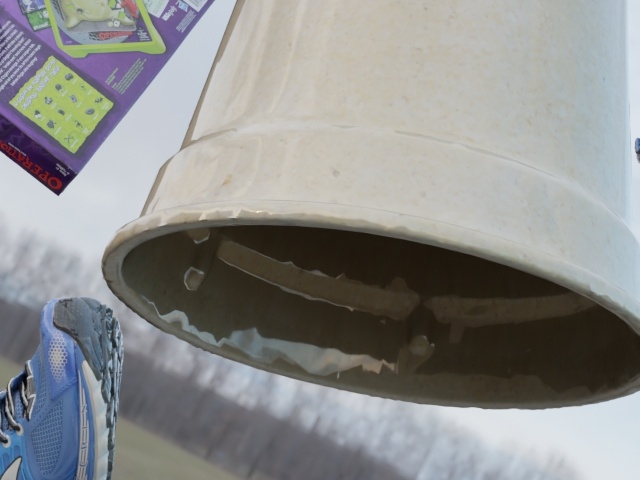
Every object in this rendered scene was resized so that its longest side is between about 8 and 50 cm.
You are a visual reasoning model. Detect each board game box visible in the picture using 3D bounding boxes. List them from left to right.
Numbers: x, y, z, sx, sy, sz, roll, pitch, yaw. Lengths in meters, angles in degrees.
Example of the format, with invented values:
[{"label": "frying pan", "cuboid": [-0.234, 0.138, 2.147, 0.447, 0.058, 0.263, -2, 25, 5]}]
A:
[{"label": "board game box", "cuboid": [-0.258, -0.213, 1.653, 0.208, 0.347, 0.056, 42, -49, -11]}]

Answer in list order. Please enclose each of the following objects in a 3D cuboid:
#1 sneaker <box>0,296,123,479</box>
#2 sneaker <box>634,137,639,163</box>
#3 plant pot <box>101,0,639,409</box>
[{"label": "sneaker", "cuboid": [-0.246, 0.174, 1.351, 0.147, 0.330, 0.130, 11, 39, -12]}, {"label": "sneaker", "cuboid": [0.350, -0.085, 1.724, 0.058, 0.135, 0.052, 4, 15, -19]}, {"label": "plant pot", "cuboid": [0.060, -0.089, 1.019, 0.333, 0.306, 0.334, 9, -19, 3]}]
